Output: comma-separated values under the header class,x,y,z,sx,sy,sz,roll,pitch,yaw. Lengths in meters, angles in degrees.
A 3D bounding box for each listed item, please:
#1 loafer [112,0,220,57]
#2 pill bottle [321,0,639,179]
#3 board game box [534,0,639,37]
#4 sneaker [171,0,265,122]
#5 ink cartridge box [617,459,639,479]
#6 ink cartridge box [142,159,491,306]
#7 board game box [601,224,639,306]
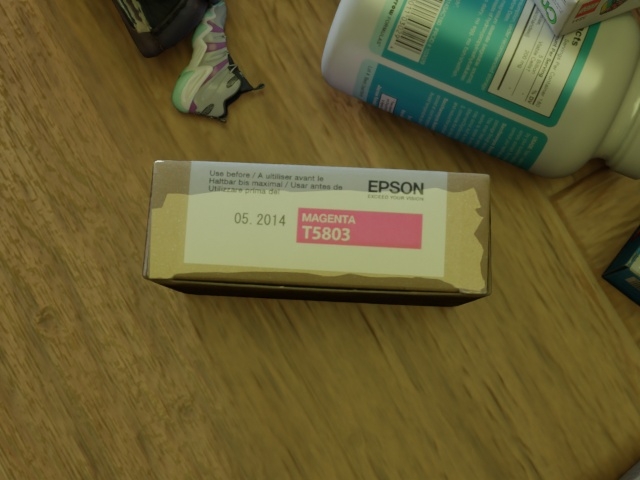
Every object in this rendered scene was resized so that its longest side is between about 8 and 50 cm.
class,x,y,z,sx,sy,sz,roll,pitch,yaw
loafer,-0.209,-0.270,0.910,0.302,0.109,0.095,42,96,10
pill bottle,0.144,-0.140,0.878,0.264,0.146,0.146,24,84,2
board game box,0.262,-0.288,0.849,0.305,0.053,0.193,-22,72,-17
sneaker,-0.077,-0.145,0.936,0.069,0.038,0.098,19,92,0
ink cartridge box,0.311,0.314,0.836,0.307,0.072,0.303,-39,79,-12
ink cartridge box,0.000,0.000,0.838,0.234,0.193,0.088,3,84,0
board game box,0.441,-0.001,0.892,0.308,0.086,0.302,38,85,4
